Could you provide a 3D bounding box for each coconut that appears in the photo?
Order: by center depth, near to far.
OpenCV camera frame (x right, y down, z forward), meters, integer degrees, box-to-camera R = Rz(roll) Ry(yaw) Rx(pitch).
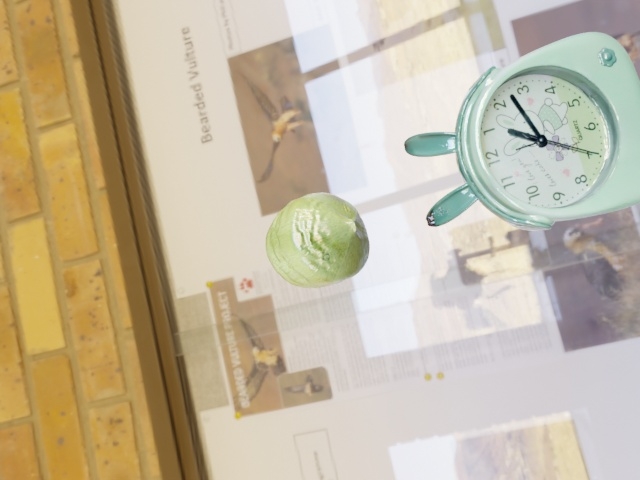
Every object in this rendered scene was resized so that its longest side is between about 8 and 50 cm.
[{"bbox_3d":[0.000,0.000,0.524,0.087,0.096,0.088,16,-117,-35],"label":"coconut"}]

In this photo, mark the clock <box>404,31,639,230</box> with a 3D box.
[{"bbox_3d":[0.120,-0.055,0.350,0.041,0.135,0.101,148,105,-84],"label":"clock"}]
